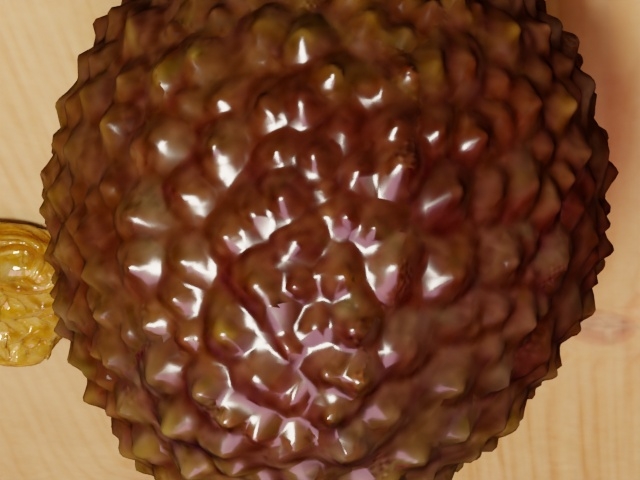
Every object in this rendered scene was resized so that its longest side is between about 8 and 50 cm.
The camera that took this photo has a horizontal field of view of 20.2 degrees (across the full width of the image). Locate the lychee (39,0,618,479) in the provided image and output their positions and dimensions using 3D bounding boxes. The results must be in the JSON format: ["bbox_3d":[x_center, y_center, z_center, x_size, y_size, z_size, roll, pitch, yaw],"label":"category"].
[{"bbox_3d":[0.000,0.000,0.783,0.268,0.267,0.267,3,144,2],"label":"lychee"}]

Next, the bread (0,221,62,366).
[{"bbox_3d":[-0.176,0.032,1.024,0.083,0.044,0.110,14,141,-15],"label":"bread"}]
